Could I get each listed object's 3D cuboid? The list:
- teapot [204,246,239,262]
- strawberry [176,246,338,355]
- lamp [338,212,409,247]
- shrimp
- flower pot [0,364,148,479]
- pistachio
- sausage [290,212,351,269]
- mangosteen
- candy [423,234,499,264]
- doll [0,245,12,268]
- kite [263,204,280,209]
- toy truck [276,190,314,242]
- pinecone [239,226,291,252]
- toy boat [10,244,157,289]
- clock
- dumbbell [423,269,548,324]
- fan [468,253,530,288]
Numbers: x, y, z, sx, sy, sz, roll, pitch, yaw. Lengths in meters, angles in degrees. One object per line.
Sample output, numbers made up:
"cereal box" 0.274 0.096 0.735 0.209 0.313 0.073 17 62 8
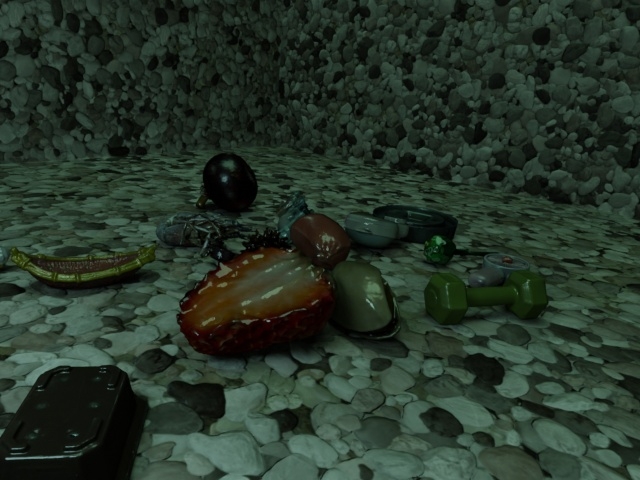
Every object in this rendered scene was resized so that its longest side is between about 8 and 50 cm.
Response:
"teapot" -0.273 0.047 1.412 0.100 0.045 0.068 18 -8 -15
"strawberry" -0.124 0.143 1.020 0.336 0.149 0.265 -24 39 -38
"lamp" 0.184 -0.030 1.676 0.246 0.108 0.179 2 13 -34
"shrimp" -0.339 -0.026 1.506 0.343 0.116 0.145 4 17 19
"flower pot" -0.341 0.252 0.688 0.179 0.084 0.251 2 17 -10
"pistachio" 0.092 0.129 1.122 0.138 0.153 0.238 42 -5 -37
"sausage" 0.000 0.000 1.481 0.148 0.148 0.254 -5 26 -28
"mangosteen" -0.376 -0.208 1.943 0.261 0.235 0.235 -29 19 4
"candy" 0.464 0.038 1.624 0.323 0.097 0.097 5 15 -31
"doll" -0.827 0.066 1.184 0.114 0.057 0.227 10 26 36
"kite" -0.173 -0.137 2.075 0.122 0.004 0.090 5 17 -1
"toy truck" -0.090 -0.074 1.714 0.140 0.108 0.257 -39 19 2
"pinecone" -0.142 0.027 1.349 0.140 0.140 0.121 20 65 39
"toy boat" -0.556 0.060 1.211 0.318 0.099 0.141 -1 22 -28
"clock" 0.352 -0.065 1.899 0.319 0.066 0.319 4 17 -1
"dumbbell" 0.399 0.135 1.218 0.302 0.108 0.121 -1 18 -19
"fan" 0.502 0.092 1.437 0.130 0.074 0.244 21 24 39
